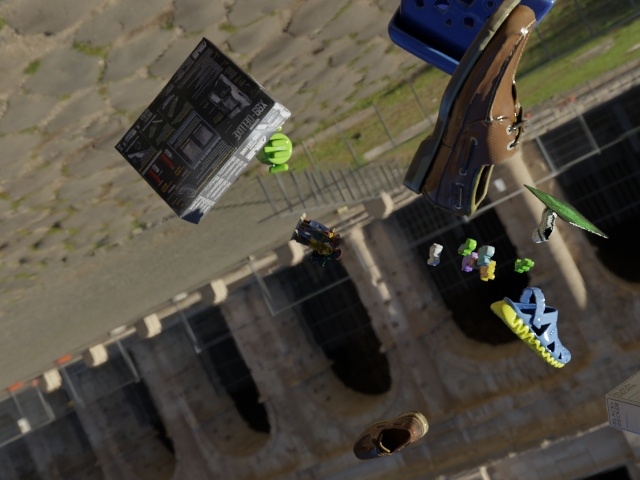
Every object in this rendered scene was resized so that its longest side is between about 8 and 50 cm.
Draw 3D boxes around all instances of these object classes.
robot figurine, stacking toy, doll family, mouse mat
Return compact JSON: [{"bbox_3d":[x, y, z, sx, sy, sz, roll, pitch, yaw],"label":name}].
[{"bbox_3d":[-0.103,-0.196,1.594,0.067,0.101,0.115,-15,-171,-21],"label":"robot figurine"},{"bbox_3d":[0.371,0.040,1.744,0.166,0.052,0.221,16,166,-14],"label":"stacking toy"},{"bbox_3d":[0.000,0.000,1.494,0.193,0.111,0.076,-71,-173,-77],"label":"doll family"},{"bbox_3d":[0.569,-0.070,1.728,0.007,0.152,0.190,-61,-153,21],"label":"mouse mat"}]

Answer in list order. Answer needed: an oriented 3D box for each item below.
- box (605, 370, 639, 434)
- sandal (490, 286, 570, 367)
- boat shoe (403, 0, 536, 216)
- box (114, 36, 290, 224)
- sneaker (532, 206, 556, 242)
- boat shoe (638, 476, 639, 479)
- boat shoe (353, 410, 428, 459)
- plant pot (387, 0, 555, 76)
[{"bbox_3d":[0.849,0.403,1.754,0.169,0.087,0.290,-21,-166,-31],"label":"box"},{"bbox_3d":[0.632,0.246,2.124,0.138,0.317,0.126,-45,-151,4],"label":"sandal"},{"bbox_3d":[0.198,-0.146,0.879,0.111,0.104,0.307,-47,166,-30],"label":"boat shoe"},{"bbox_3d":[-0.247,-0.227,1.532,0.307,0.242,0.076,-49,157,7],"label":"box"},{"bbox_3d":[0.559,-0.042,1.810,0.109,0.040,0.043,-65,-159,-9],"label":"sneaker"},{"bbox_3d":[0.779,0.539,1.486,0.114,0.091,0.302,19,-171,-29],"label":"boat shoe"},{"bbox_3d":[0.123,0.379,1.419,0.178,0.064,0.060,-35,173,35],"label":"boat shoe"},{"bbox_3d":[0.254,-0.415,1.265,0.212,0.235,0.236,-62,180,42],"label":"plant pot"}]
